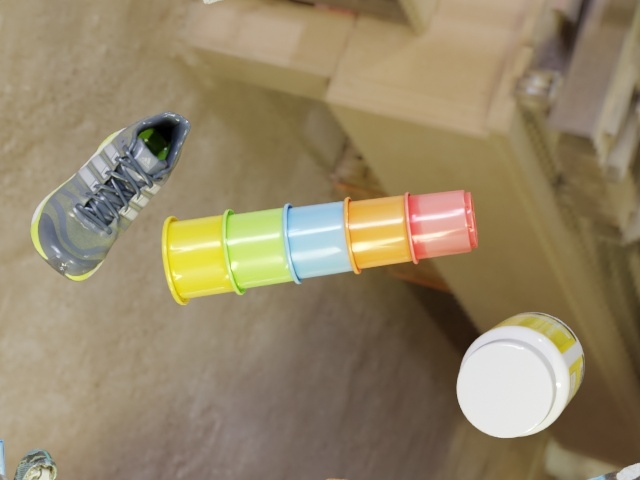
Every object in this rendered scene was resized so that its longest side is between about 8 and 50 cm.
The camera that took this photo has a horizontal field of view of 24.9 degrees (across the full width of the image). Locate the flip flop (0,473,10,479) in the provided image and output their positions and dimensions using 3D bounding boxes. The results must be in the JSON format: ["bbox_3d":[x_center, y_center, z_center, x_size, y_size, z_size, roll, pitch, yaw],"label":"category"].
[{"bbox_3d":[-0.209,0.277,1.245,0.080,0.112,0.277,-33,135,-6],"label":"flip flop"}]

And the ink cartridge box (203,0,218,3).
[{"bbox_3d":[-0.056,-0.417,1.556,0.201,0.117,0.278,-17,96,-21],"label":"ink cartridge box"}]

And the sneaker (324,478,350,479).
[{"bbox_3d":[-0.006,0.381,1.478,0.290,0.106,0.123,-69,-160,2],"label":"sneaker"}]

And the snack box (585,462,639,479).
[{"bbox_3d":[0.415,0.334,1.655,0.060,0.322,0.187,-87,154,-65],"label":"snack box"}]

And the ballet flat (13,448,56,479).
[{"bbox_3d":[-0.435,0.400,2.129,0.070,0.070,0.188,20,85,-65],"label":"ballet flat"}]

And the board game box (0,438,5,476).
[{"bbox_3d":[-0.587,0.394,2.219,0.211,0.039,0.160,-3,90,-30],"label":"board game box"}]

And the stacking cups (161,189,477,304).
[{"bbox_3d":[0.000,0.000,1.482,0.096,0.316,0.096,-8,90,-79],"label":"stacking cups"}]

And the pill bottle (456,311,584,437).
[{"bbox_3d":[0.216,0.146,1.572,0.208,0.119,0.119,-10,114,-73],"label":"pill bottle"}]

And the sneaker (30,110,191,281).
[{"bbox_3d":[-0.261,-0.069,1.829,0.121,0.111,0.300,-37,-161,43],"label":"sneaker"}]
